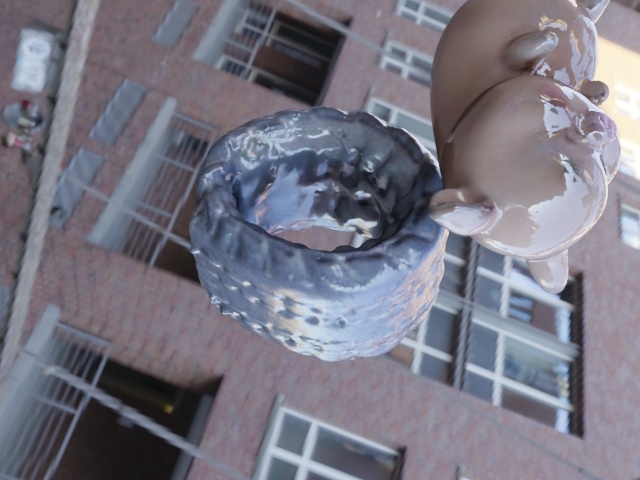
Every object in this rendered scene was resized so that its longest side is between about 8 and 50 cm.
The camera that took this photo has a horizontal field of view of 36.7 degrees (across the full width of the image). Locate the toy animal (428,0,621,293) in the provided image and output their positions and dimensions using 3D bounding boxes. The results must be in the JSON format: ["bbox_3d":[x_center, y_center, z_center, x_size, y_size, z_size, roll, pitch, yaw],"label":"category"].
[{"bbox_3d":[0.163,-0.098,0.793,0.154,0.166,0.250,-40,-142,53],"label":"toy animal"}]

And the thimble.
[{"bbox_3d":[0.000,0.000,0.903,0.172,0.236,0.205,91,-3,-52],"label":"thimble"}]
